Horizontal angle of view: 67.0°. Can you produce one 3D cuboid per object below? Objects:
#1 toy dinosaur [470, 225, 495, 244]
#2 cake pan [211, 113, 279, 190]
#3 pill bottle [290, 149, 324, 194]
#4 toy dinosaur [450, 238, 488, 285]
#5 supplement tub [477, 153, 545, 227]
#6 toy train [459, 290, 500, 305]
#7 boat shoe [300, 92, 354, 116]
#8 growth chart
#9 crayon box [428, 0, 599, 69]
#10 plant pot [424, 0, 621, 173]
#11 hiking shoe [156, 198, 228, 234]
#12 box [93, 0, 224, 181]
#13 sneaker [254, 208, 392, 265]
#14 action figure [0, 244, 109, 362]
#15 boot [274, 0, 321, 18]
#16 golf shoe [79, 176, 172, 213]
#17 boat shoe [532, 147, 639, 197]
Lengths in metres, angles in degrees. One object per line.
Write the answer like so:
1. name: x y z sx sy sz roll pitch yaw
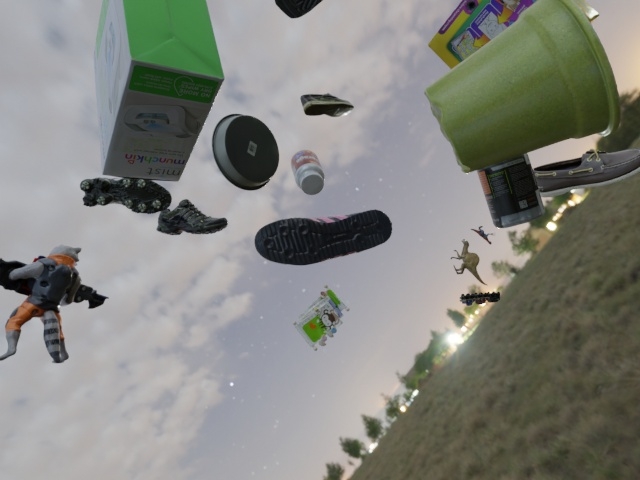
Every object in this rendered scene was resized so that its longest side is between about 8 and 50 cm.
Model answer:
1. toy dinosaur: 0.669 -0.018 1.985 0.090 0.082 0.047 -15 -11 7
2. cake pan: -0.265 -0.332 1.787 0.054 0.293 0.293 -11 14 43
3. pill bottle: -0.050 -0.274 1.958 0.121 0.216 0.121 -6 -56 -9
4. toy dinosaur: 0.518 0.086 1.703 0.093 0.183 0.053 -23 -9 15
5. supplement tub: 0.435 -0.133 1.119 0.117 0.190 0.117 -18 3 1
6. toy train: 0.472 0.172 1.428 0.158 0.036 0.027 0 -4 -29
7. boat shoe: 0.025 -0.485 1.705 0.224 0.073 0.080 -12 -16 -39
8. growth chart: 0.007 0.320 1.993 0.237 0.172 0.021 -47 -10 -14
9. crayon box: 0.556 -0.625 1.445 0.106 0.313 0.363 -41 -3 -40
10. plant pot: 0.340 -0.257 0.879 0.254 0.276 0.276 -26 -13 17
11. hiking shoe: -0.406 -0.077 1.527 0.086 0.227 0.114 92 177 -86
12. box: -0.255 -0.262 0.729 0.127 0.261 0.231 1 -30 -33
13. sneaker: 0.000 0.000 1.127 0.319 0.112 0.131 -5 -5 -16
14. action figure: -0.716 0.172 1.346 0.341 0.179 0.329 25 -116 -54
15. boot: 0.040 -0.845 1.447 0.367 0.146 0.445 -22 30 18
16. golf shoe: -0.549 -0.144 1.403 0.120 0.273 0.105 -54 -29 -73
17. boat shoe: 0.825 -0.225 1.500 0.325 0.096 0.116 -15 24 45
